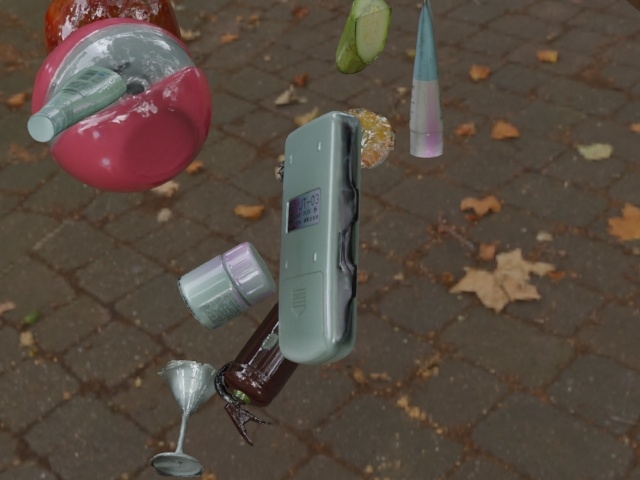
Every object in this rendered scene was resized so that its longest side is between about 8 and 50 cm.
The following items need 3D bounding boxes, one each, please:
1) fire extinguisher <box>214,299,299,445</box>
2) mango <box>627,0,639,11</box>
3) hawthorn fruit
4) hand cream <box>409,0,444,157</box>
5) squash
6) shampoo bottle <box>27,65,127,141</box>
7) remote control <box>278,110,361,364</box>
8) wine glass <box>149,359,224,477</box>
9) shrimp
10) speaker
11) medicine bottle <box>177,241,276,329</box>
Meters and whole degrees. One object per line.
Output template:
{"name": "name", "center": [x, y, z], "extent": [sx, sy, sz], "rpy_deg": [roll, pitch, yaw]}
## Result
{"name": "fire extinguisher", "center": [-0.061, 0.188, 1.592], "extent": [0.141, 0.105, 0.341], "rpy_deg": [34, 58, 3]}
{"name": "mango", "center": [0.353, -0.307, 0.866], "extent": [0.173, 0.211, 0.317], "rpy_deg": [-14, 0, 12]}
{"name": "hawthorn fruit", "center": [-0.459, -0.453, 2.008], "extent": [0.287, 0.287, 0.330], "rpy_deg": [-18, 35, -20]}
{"name": "hand cream", "center": [0.213, -0.324, 1.837], "extent": [0.070, 0.312, 0.111], "rpy_deg": [3, 22, 10]}
{"name": "squash", "center": [0.069, -0.338, 1.634], "extent": [0.075, 0.200, 0.090], "rpy_deg": [30, 62, 3]}
{"name": "shampoo bottle", "center": [-0.308, -0.172, 1.170], "extent": [0.069, 0.041, 0.190], "rpy_deg": [20, 28, 1]}
{"name": "remote control", "center": [0.000, 0.000, 1.117], "extent": [0.056, 0.296, 0.140], "rpy_deg": [7, -13, -27]}
{"name": "wine glass", "center": [-0.232, 0.312, 1.615], "extent": [0.122, 0.122, 0.182], "rpy_deg": [1, 54, 5]}
{"name": "shrimp", "center": [0.041, -0.189, 2.013], "extent": [0.164, 0.062, 0.317], "rpy_deg": [36, 54, 28]}
{"name": "speaker", "center": [-0.331, -0.230, 1.548], "extent": [0.294, 0.294, 0.294], "rpy_deg": [-2, 36, 1]}
{"name": "medicine bottle", "center": [-0.191, 0.093, 1.930], "extent": [0.169, 0.135, 0.135], "rpy_deg": [-30, 38, 4]}
